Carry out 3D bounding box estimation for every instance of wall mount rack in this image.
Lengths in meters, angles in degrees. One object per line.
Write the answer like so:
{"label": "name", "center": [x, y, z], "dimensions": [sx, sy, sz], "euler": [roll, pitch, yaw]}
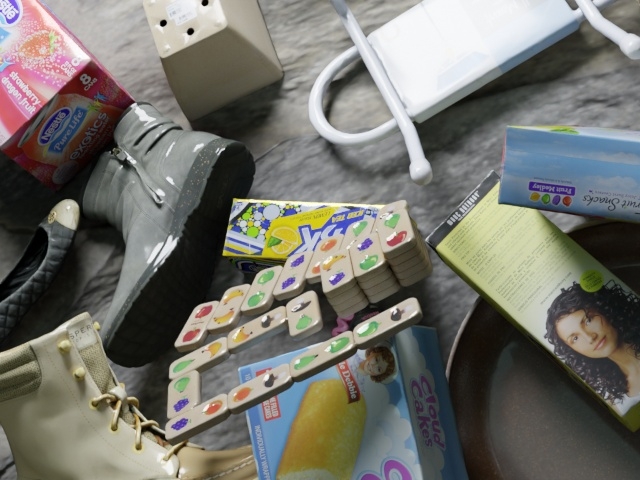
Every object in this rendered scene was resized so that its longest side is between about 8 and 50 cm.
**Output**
{"label": "wall mount rack", "center": [0.139, -0.184, 1.426], "dimensions": [0.350, 0.130, 0.304], "euler": [-31, 54, 7]}

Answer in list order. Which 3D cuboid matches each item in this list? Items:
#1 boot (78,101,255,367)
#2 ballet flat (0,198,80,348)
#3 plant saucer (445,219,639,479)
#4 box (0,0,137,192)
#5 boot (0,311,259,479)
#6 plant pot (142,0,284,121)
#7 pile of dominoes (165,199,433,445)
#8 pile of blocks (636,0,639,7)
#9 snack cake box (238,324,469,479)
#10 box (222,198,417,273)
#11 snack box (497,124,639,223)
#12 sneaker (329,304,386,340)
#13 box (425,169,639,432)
{"label": "boot", "center": [-0.174, -0.007, 1.534], "dimensions": [0.161, 0.083, 0.247], "euler": [19, 78, 38]}
{"label": "ballet flat", "center": [-0.290, 0.032, 1.551], "dimensions": [0.173, 0.049, 0.057], "euler": [-56, 31, 1]}
{"label": "plant saucer", "center": [0.257, 0.132, 1.322], "dimensions": [0.310, 0.050, 0.311], "euler": [-7, 69, 19]}
{"label": "box", "center": [-0.317, -0.188, 1.617], "dimensions": [0.128, 0.122, 0.257], "euler": [-43, 62, 0]}
{"label": "boot", "center": [-0.169, 0.158, 1.408], "dimensions": [0.261, 0.095, 0.204], "euler": [-17, 91, 20]}
{"label": "plant pot", "center": [-0.114, -0.200, 1.561], "dimensions": [0.109, 0.096, 0.109], "euler": [-25, 64, 10]}
{"label": "pile of dominoes", "center": [-0.028, 0.051, 1.342], "dimensions": [0.251, 0.040, 0.196], "euler": [-27, 27, 9]}
{"label": "pile of blocks", "center": [0.406, -0.261, 1.301], "dimensions": [0.362, 0.149, 0.113], "euler": [-10, 52, -12]}
{"label": "snack cake box", "center": [0.040, 0.214, 1.311], "dimensions": [0.152, 0.089, 0.264], "euler": [-19, 74, 27]}
{"label": "box", "center": [0.000, 0.000, 1.465], "dimensions": [0.168, 0.054, 0.059], "euler": [2, 71, 22]}
{"label": "snack box", "center": [0.259, -0.054, 1.300], "dimensions": [0.174, 0.207, 0.070], "euler": [9, 99, 24]}
{"label": "sneaker", "center": [0.031, 0.109, 1.421], "dimensions": [0.057, 0.047, 0.119], "euler": [20, 79, 14]}
{"label": "box", "center": [0.198, 0.048, 1.317], "dimensions": [0.087, 0.058, 0.232], "euler": [-47, 61, -2]}
